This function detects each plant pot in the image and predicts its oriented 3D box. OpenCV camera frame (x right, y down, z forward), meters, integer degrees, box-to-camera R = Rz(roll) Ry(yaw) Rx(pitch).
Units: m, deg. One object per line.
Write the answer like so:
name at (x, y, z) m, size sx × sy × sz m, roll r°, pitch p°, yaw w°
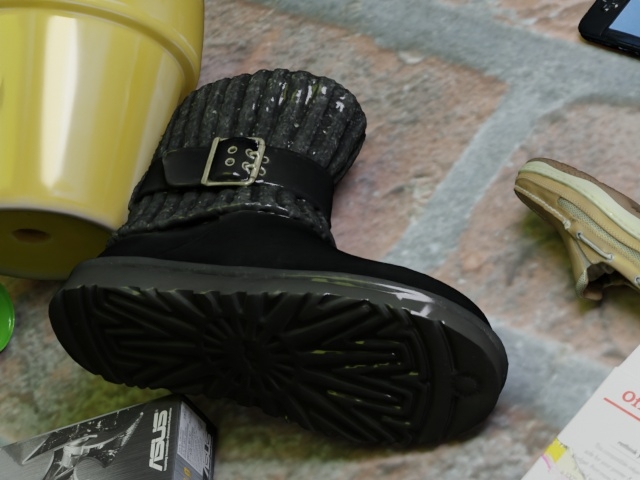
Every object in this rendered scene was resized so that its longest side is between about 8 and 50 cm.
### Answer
plant pot at (-0.227, -0.105, 1.448) m, size 0.254 × 0.254 × 0.239 m, roll -10°, pitch 65°, yaw 29°

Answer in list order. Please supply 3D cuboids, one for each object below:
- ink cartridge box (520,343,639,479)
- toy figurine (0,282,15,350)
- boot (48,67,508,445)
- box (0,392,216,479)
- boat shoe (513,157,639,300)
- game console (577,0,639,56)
ink cartridge box at (0.191, 0.156, 1.044) m, size 0.198 × 0.067 × 0.115 m, roll -49°, pitch 43°, yaw -8°
toy figurine at (-0.363, 0.099, 1.467) m, size 0.159 × 0.130 × 0.173 m, roll -11°, pitch 27°, yaw 40°
boot at (-0.001, -0.003, 1.273) m, size 0.348 × 0.131 × 0.260 m, roll 11°, pitch 43°, yaw 22°
box at (-0.168, 0.235, 1.238) m, size 0.183 × 0.056 × 0.231 m, roll -17°, pitch 46°, yaw 22°
boat shoe at (0.190, 0.006, 1.178) m, size 0.190 × 0.068 × 0.072 m, roll 33°, pitch 88°, yaw 46°
game console at (0.260, -0.202, 1.288) m, size 0.144 × 0.085 × 0.124 m, roll 26°, pitch 72°, yaw 46°
